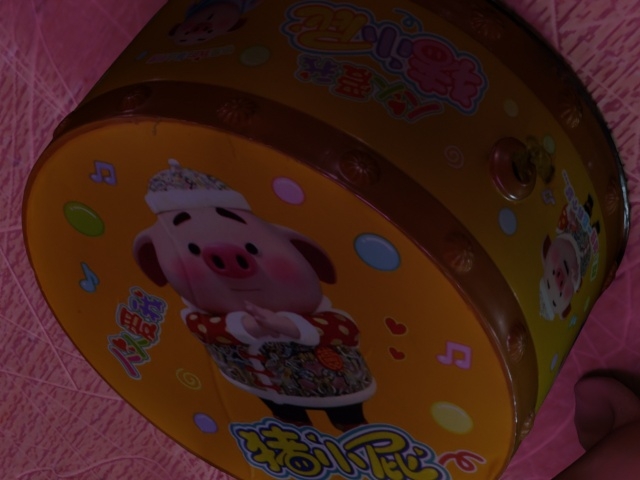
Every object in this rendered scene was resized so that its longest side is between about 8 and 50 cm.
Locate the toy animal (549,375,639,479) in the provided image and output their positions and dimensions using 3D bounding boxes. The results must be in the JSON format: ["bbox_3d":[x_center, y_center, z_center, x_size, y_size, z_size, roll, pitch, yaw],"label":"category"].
[{"bbox_3d":[0.269,0.274,1.509,0.237,0.269,0.326,22,173,17],"label":"toy animal"}]

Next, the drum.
[{"bbox_3d":[0.000,0.000,1.407,0.431,0.214,0.431,20,140,17],"label":"drum"}]
